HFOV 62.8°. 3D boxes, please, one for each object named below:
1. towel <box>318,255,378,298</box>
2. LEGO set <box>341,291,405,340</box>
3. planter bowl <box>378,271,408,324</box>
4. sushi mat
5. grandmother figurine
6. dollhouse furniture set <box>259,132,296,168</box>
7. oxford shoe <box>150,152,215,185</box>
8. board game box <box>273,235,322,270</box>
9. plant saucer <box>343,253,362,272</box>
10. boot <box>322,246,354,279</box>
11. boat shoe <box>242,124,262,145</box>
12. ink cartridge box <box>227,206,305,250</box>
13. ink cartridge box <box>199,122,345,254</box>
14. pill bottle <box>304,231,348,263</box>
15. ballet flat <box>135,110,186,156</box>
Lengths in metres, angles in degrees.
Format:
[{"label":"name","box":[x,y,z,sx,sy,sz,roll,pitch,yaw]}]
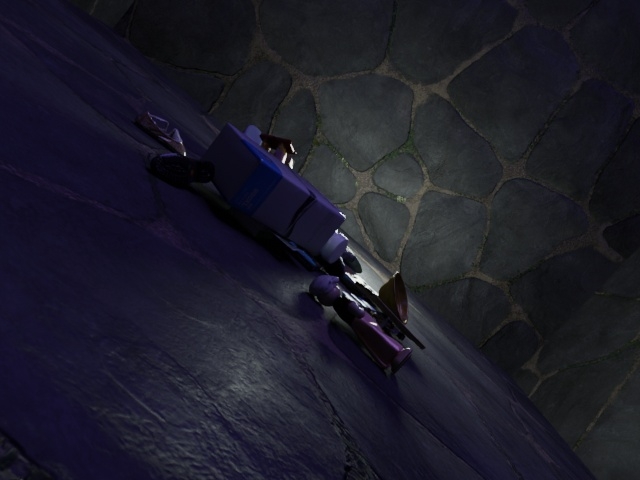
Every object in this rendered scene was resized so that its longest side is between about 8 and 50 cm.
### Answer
[{"label":"towel","box":[0.090,0.115,2.184,0.370,0.040,0.271,43,8,23]},{"label":"LEGO set","box":[0.205,0.260,1.886,0.244,0.060,0.182,42,7,33]},{"label":"planter bowl","box":[0.295,0.245,2.172,0.217,0.090,0.217,-11,90,-70]},{"label":"sushi mat","box":[0.243,0.262,1.846,0.316,0.019,0.151,46,-5,-24]},{"label":"grandmother figurine","box":[0.101,0.220,1.463,0.342,0.104,0.208,41,-21,20]},{"label":"dollhouse furniture set","box":[-0.196,-0.305,2.389,0.152,0.201,0.374,17,-14,15]},{"label":"oxford shoe","box":[-0.394,-0.194,1.431,0.096,0.083,0.227,12,4,23]},{"label":"board game box","box":[-0.082,0.036,1.833,0.186,0.026,0.126,43,8,12]},{"label":"plant saucer","box":[0.110,0.083,2.364,0.195,0.037,0.195,47,-15,17]},{"label":"boot","box":[0.079,0.061,2.048,0.161,0.083,0.247,12,35,-39]},{"label":"boat shoe","box":[-0.385,-0.387,2.366,0.136,0.156,0.367,43,35,-23]},{"label":"ink cartridge box","box":[-0.166,-0.028,1.649,0.235,0.056,0.171,43,7,10]},{"label":"ink cartridge box","box":[-0.147,-0.155,1.642,0.395,0.166,0.285,32,12,-42]},{"label":"pill bottle","box":[-0.033,-0.038,1.933,0.272,0.152,0.152,37,5,20]},{"label":"ballet flat","box":[-0.510,-0.354,1.727,0.206,0.067,0.073,36,8,-42]}]
